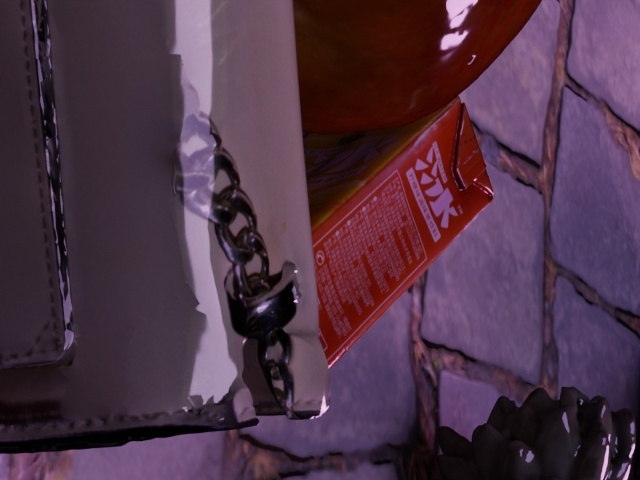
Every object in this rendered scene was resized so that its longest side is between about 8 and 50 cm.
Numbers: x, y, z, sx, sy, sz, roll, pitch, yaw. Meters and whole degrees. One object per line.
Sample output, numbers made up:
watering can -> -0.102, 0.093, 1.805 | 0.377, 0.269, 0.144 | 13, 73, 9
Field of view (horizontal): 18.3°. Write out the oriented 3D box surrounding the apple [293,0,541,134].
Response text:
apple -> 0.005, -0.235, 1.022 | 0.329, 0.295, 0.365 | 30, 47, -18

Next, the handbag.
handbag -> -0.118, -0.100, 0.782 | 0.160, 0.237, 0.358 | -1, 86, -54

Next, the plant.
plant -> 0.123, 0.183, 1.187 | 0.129, 0.132, 0.194 | 1, 89, -59

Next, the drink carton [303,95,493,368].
drink carton -> 0.000, 0.000, 1.062 | 0.223, 0.096, 0.071 | -42, 119, -50
